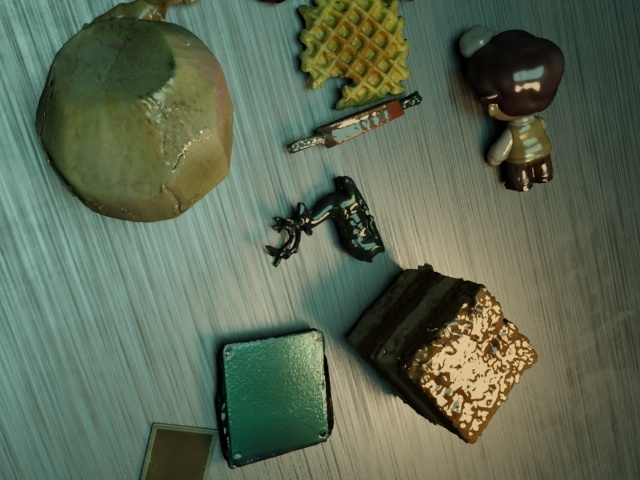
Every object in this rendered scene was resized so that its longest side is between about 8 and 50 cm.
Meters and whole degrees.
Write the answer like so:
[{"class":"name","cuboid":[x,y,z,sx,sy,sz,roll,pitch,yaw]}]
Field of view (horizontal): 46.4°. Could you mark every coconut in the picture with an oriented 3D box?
[{"class":"coconut","cuboid":[-0.311,-0.202,1.309,0.353,0.353,0.352,-3,98,-23]}]

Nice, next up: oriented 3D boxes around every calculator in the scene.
[{"class":"calculator","cuboid":[-0.099,0.326,1.589,0.248,0.058,0.274,-10,101,-23]}]

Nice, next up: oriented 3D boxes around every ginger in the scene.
[{"class":"ginger","cuboid":[-0.316,-0.425,1.392,0.288,0.075,0.089,-31,85,-12]}]

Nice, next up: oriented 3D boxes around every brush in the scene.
[{"class":"brush","cuboid":[0.076,-0.245,1.591,0.323,0.070,0.051,-23,104,-17]}]

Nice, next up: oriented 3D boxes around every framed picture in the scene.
[{"class":"framed picture","cuboid":[-0.299,0.473,1.546,0.142,0.011,0.183,13,91,-24]}]

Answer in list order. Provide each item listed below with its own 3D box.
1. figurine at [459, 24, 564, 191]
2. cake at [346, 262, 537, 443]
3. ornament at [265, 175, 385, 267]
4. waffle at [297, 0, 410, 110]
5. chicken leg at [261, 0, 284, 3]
[{"class":"figurine","cuboid":[0.453,-0.309,1.715,0.218,0.206,0.365,-14,129,0]},{"class":"cake","cuboid":[0.256,0.233,1.607,0.256,0.290,0.282,-46,112,-11]},{"class":"ornament","cuboid":[0.000,0.000,1.583,0.236,0.080,0.202,-31,105,-20]},{"class":"waffle","cuboid":[0.072,-0.408,1.574,0.261,0.056,0.250,-14,102,-20]},{"class":"chicken leg","cuboid":[-0.089,-0.528,1.492,0.253,0.051,0.105,5,89,-27]}]
